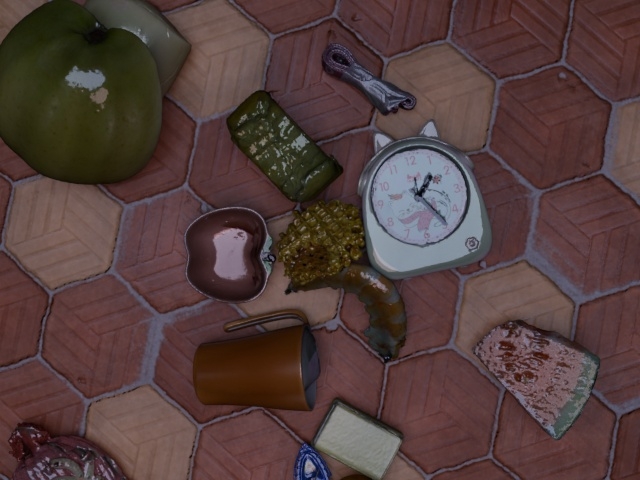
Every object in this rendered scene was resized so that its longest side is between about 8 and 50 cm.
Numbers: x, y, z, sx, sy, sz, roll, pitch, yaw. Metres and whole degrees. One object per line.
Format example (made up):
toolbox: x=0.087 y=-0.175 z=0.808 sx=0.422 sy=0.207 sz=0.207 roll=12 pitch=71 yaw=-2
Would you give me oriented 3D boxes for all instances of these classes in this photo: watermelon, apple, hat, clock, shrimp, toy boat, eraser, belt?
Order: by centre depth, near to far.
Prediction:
apple: x=-0.508 y=-0.302 z=1.789 sx=0.319 sy=0.360 sz=0.312 roll=1 pitch=49 yaw=-29
shrimp: x=0.071 y=0.126 z=1.833 sx=0.287 sy=0.068 sz=0.185 roll=27 pitch=127 yaw=0
watermelon: x=0.450 y=0.269 z=1.835 sx=0.256 sy=0.140 sz=0.193 roll=34 pitch=95 yaw=12
toy boat: x=-0.014 y=0.518 z=1.841 sx=0.091 sy=0.110 sz=0.175 roll=-13 pitch=87 yaw=-1
clock: x=0.212 y=-0.087 z=1.851 sx=0.265 sy=0.108 sz=0.324 roll=-11 pitch=87 yaw=3
hat: x=-0.565 y=0.509 z=1.861 sx=0.236 sy=0.107 sz=0.286 roll=-36 pitch=92 yaw=-9
eraser: x=0.079 y=0.426 z=1.866 sx=0.172 sy=0.058 sz=0.117 roll=28 pitch=91 yaw=3
belt: x=0.101 y=-0.344 z=1.889 sx=0.232 sy=0.053 sz=0.071 roll=33 pitch=82 yaw=2

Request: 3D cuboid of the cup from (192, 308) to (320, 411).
cup: x=-0.126 y=0.254 z=1.838 sx=0.263 sy=0.182 sz=0.226 roll=-5 pitch=55 yaw=8

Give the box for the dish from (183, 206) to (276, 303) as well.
dish: x=-0.188 y=0.033 z=1.870 sx=0.213 sy=0.090 sz=0.214 roll=0 pitch=88 yaw=4

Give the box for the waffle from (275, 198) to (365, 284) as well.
waffle: x=0.000 y=0.000 z=1.805 sx=0.193 sy=0.070 sz=0.197 roll=-18 pitch=46 yaw=17

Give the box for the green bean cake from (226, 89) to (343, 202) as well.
green bean cake: x=-0.075 y=-0.188 z=1.804 sx=0.124 sy=0.233 sz=0.236 roll=-44 pitch=87 yaw=6

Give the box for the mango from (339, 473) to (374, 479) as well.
mango: x=0.091 y=0.594 z=1.809 sx=0.120 sy=0.151 sz=0.221 roll=-11 pitch=108 yaw=35

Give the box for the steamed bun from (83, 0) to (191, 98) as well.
steamed bun: x=-0.415 y=-0.422 z=1.856 sx=0.250 sy=0.155 sz=0.200 roll=32 pitch=90 yaw=0
